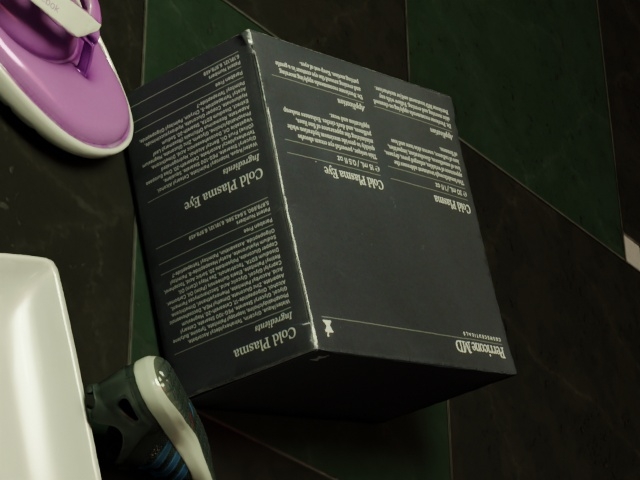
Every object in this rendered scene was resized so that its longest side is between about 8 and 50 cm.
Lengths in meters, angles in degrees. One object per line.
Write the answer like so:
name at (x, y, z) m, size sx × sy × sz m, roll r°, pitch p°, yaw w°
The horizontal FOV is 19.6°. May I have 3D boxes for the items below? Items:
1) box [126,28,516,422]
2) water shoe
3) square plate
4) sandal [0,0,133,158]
box at (0.000, 0.000, 1.807) m, size 0.343 × 0.179 × 0.312 m, roll 12°, pitch 59°, yaw -51°
water shoe at (-0.145, 0.169, 1.594) m, size 0.203 × 0.080 × 0.073 m, roll 72°, pitch 2°, yaw -48°
square plate at (-0.300, 0.167, 1.392) m, size 0.347 × 0.049 × 0.344 m, roll 8°, pitch 65°, yaw -53°
sandal at (-0.275, -0.260, 1.643) m, size 0.416 × 0.102 × 0.169 m, roll 60°, pitch 33°, yaw -11°
